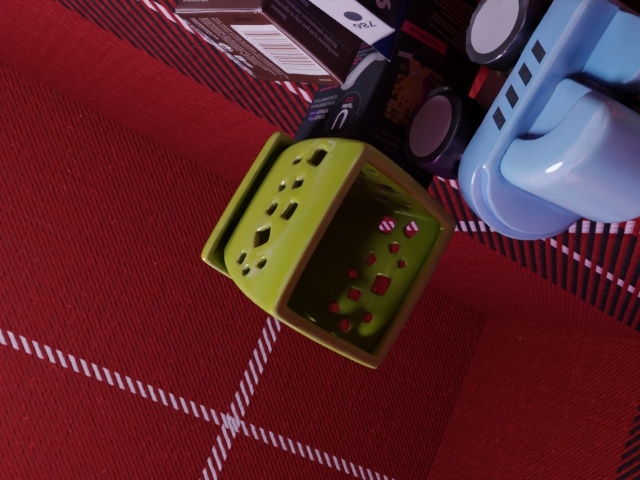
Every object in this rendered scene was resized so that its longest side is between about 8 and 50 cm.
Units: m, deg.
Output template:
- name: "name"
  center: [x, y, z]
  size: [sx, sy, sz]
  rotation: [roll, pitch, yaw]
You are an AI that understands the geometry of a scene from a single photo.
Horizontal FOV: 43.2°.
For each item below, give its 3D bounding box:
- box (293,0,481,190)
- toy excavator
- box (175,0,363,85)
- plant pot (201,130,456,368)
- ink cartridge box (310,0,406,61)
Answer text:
- name: "box"
  center: [0.099, -0.209, 1.113]
  size: [0.143, 0.271, 0.165]
  rotation: [31, 168, -28]
- name: "toy excavator"
  center: [0.349, -0.150, 0.852]
  size: [0.222, 0.433, 0.445]
  rotation: [19, -160, -30]
- name: "box"
  center: [-0.038, -0.324, 1.006]
  size: [0.167, 0.203, 0.168]
  rotation: [14, 167, 44]
- name: "plant pot"
  center: [0.000, 0.000, 1.033]
  size: [0.207, 0.227, 0.228]
  rotation: [24, 172, 46]
- name: "ink cartridge box"
  center: [0.018, -0.338, 0.860]
  size: [0.065, 0.166, 0.332]
  rotation: [4, 167, 43]
